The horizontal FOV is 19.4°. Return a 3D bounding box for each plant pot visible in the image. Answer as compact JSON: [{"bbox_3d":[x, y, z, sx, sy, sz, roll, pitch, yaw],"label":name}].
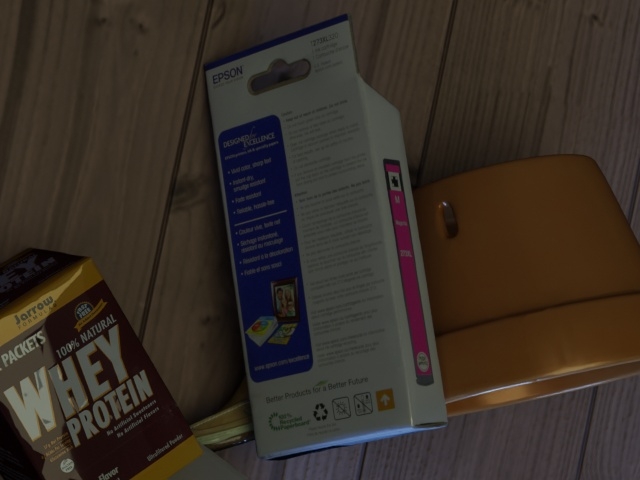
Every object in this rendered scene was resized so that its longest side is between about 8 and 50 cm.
[{"bbox_3d":[0.183,0.042,1.740,0.291,0.291,0.203,-8,80,-24],"label":"plant pot"}]

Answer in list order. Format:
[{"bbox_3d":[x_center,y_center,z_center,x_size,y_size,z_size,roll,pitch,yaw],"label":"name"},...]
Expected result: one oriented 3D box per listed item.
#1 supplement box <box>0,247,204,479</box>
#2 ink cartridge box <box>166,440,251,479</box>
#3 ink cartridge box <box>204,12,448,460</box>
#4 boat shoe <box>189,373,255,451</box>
[{"bbox_3d":[-0.228,0.123,1.587,0.129,0.191,0.194,-34,105,-20],"label":"supplement box"},{"bbox_3d":[-0.112,0.346,1.623,0.198,0.197,0.270,-33,119,-20],"label":"ink cartridge box"},{"bbox_3d":[0.000,0.000,1.667,0.069,0.176,0.371,1,77,-53],"label":"ink cartridge box"},{"bbox_3d":[-0.053,0.145,1.747,0.190,0.068,0.072,-18,88,-33],"label":"boat shoe"}]
